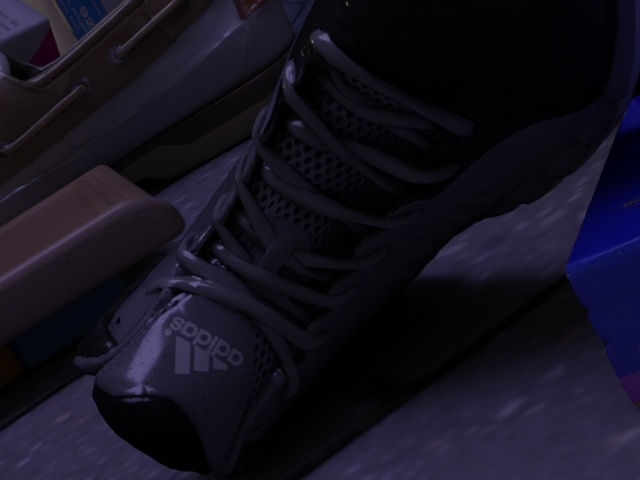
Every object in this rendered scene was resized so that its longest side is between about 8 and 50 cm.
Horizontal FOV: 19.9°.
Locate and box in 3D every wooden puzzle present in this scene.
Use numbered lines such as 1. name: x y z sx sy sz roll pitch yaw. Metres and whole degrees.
1. wooden puzzle: -0.165 0.044 0.784 0.221 0.044 0.239 -33 10 -8

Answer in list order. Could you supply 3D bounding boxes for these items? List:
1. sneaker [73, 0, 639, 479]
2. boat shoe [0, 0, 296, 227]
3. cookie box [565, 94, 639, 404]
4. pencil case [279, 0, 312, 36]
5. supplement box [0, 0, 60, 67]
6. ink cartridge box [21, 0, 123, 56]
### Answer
1. sneaker: 0.000 0.000 0.474 0.132 0.086 0.228 -51 -4 -29
2. boat shoe: -0.154 -0.053 0.954 0.302 0.103 0.113 -31 14 -4
3. cookie box: 0.113 -0.016 0.434 0.092 0.040 0.107 -24 15 27
4. pencil case: -0.039 -0.203 1.224 0.124 0.113 0.273 -16 17 12
5. supplement box: -0.254 -0.050 1.030 0.220 0.111 0.114 -32 39 -22
6. ink cartridge box: -0.200 -0.163 1.285 0.171 0.168 0.232 -22 16 26
